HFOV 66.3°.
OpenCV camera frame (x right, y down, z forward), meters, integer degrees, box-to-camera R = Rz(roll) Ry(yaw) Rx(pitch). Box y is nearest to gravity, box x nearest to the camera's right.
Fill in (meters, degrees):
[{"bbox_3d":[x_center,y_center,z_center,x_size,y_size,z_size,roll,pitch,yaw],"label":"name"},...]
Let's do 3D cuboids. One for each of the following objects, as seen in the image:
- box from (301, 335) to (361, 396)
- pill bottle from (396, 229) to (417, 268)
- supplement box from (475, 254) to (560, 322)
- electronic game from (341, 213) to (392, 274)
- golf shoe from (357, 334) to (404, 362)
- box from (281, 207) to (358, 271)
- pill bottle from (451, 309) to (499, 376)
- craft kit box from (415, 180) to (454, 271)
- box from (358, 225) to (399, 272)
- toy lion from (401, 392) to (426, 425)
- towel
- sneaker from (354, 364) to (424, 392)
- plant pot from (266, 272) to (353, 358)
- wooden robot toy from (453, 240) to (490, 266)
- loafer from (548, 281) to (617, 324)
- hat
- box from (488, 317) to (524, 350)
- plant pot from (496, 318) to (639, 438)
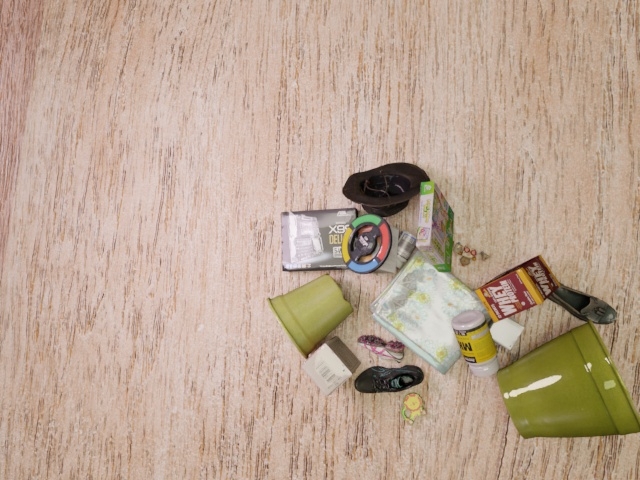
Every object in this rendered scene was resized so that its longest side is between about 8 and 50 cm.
[{"bbox_3d":[0.044,0.462,1.827,0.127,0.232,0.148,-44,78,6],"label":"box"},{"bbox_3d":[0.314,0.035,1.882,0.078,0.078,0.137,32,93,13],"label":"pill bottle"},{"bbox_3d":[0.682,0.166,1.695,0.191,0.194,0.129,-38,77,43],"label":"supplement box"},{"bbox_3d":[0.167,0.012,1.806,0.229,0.048,0.229,-16,66,40],"label":"electronic game"},{"bbox_3d":[0.227,0.418,1.875,0.186,0.067,0.086,12,113,24],"label":"golf shoe"},{"bbox_3d":[0.000,0.000,1.954,0.308,0.076,0.242,-2,85,12],"label":"box"},{"bbox_3d":[0.545,0.361,1.715,0.119,0.119,0.208,-21,100,10],"label":"pill bottle"},{"bbox_3d":[0.412,-0.044,1.746,0.061,0.250,0.246,-2,65,32],"label":"craft kit box"},{"bbox_3d":[0.214,0.034,1.859,0.130,0.091,0.170,-7,73,48],"label":"box"},{"bbox_3d":[0.347,0.631,1.853,0.100,0.034,0.096,-40,72,7],"label":"toy lion"},{"bbox_3d":[0.412,0.263,1.838,0.374,0.090,0.320,39,95,12],"label":"towel"},{"bbox_3d":[0.252,0.522,1.844,0.267,0.106,0.101,-15,84,12],"label":"sneaker"},{"bbox_3d":[-0.025,0.264,1.862,0.254,0.276,0.276,-35,79,-3],"label":"plant pot"},{"bbox_3d":[0.540,0.059,1.839,0.173,0.076,0.079,23,101,13],"label":"wooden robot toy"},{"bbox_3d":[0.915,0.223,1.733,0.268,0.084,0.096,26,91,13],"label":"loafer"},{"bbox_3d":[0.252,-0.169,1.867,0.331,0.331,0.134,-4,123,12],"label":"hat"},{"bbox_3d":[0.662,0.327,1.778,0.101,0.087,0.102,32,93,13],"label":"box"},{"bbox_3d":[0.799,0.496,1.626,0.353,0.366,0.366,-26,80,21],"label":"plant pot"}]
